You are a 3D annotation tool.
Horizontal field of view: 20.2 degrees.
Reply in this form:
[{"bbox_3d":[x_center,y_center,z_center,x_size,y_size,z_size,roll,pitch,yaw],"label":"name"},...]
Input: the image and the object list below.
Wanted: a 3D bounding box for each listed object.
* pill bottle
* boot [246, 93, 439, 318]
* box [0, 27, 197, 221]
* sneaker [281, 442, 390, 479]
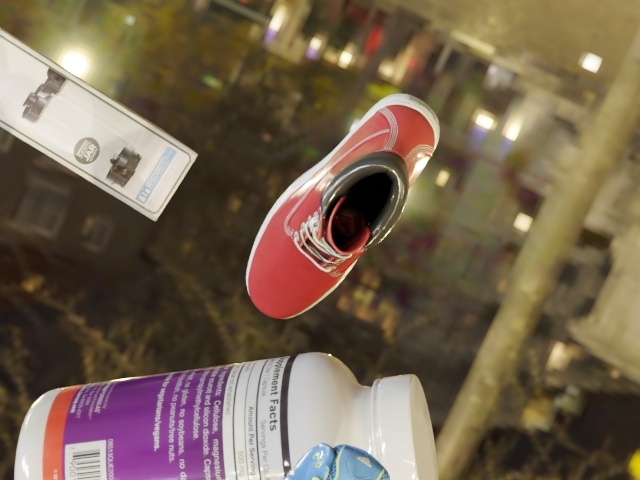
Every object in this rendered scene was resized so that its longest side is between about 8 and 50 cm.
[{"bbox_3d":[-0.073,0.191,1.464,0.323,0.181,0.181,-8,-179,10],"label":"pill bottle"},{"bbox_3d":[0.000,0.000,1.505,0.088,0.244,0.176,36,-151,-5],"label":"boot"},{"bbox_3d":[-0.289,-0.143,1.926,0.290,0.087,0.169,32,-179,-22],"label":"box"},{"bbox_3d":[-0.019,0.188,1.171,0.091,0.126,0.240,32,-175,4],"label":"sneaker"}]
